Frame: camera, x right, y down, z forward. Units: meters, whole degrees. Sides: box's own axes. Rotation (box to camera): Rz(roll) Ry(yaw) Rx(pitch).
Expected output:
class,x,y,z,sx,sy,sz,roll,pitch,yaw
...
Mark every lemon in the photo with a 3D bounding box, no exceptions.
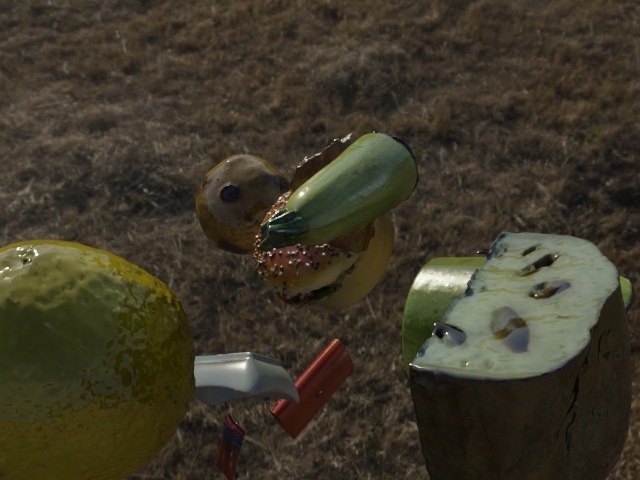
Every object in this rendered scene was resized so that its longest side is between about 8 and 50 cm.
class,x,y,z,sx,sy,sz,roll,pitch,yaw
lemon,-0.288,0.136,0.692,0.321,0.268,0.268,25,31,-34

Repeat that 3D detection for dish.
class,x,y,z,sx,sy,sz,roll,pitch,yaw
dish,-0.155,0.242,1.090,0.212,0.151,0.077,-10,67,30

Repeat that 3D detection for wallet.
class,x,y,z,sx,sy,sz,roll,pitch,yaw
wallet,-0.012,0.316,1.321,0.045,0.142,0.204,31,67,32

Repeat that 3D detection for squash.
class,x,y,z,sx,sy,sz,roll,pitch,yaw
squash,0.012,-0.041,0.660,0.094,0.094,0.224,27,38,25
squash,0.307,0.126,0.944,0.308,0.210,0.233,4,31,35

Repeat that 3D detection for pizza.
class,x,y,z,sx,sy,sz,roll,pitch,yaw
pizza,0.012,-0.061,0.964,0.161,0.182,0.062,-15,19,22

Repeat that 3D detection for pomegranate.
class,x,y,z,sx,sy,sz,roll,pitch,yaw
pomegranate,-0.211,-0.097,1.734,0.280,0.281,0.281,1,43,-1

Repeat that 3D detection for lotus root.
class,x,y,z,sx,sy,sz,roll,pitch,yaw
lotus root,0.203,0.162,0.585,0.149,0.261,0.267,3,25,32

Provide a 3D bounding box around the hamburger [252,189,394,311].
class,x,y,z,sx,sy,sz,roll,pitch,yaw
hamburger,0.000,0.000,1.224,0.300,0.176,0.301,-27,47,32

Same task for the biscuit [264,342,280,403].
class,x,y,z,sx,sy,sz,roll,pitch,yaw
biscuit,-0.108,0.362,1.571,0.036,0.166,0.226,-16,35,-4

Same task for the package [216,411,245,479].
class,x,y,z,sx,sy,sz,roll,pitch,yaw
package,-0.257,0.591,1.774,0.022,0.201,0.083,-8,30,-45
